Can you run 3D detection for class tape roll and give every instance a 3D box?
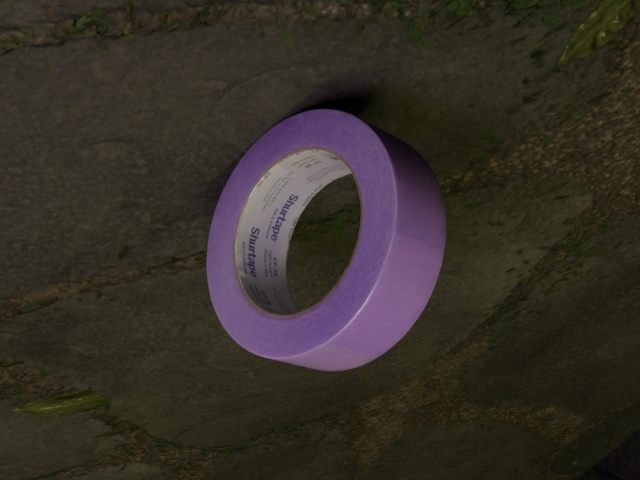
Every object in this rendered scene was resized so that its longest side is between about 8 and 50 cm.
[{"bbox_3d":[0.000,0.000,1.116,0.275,0.274,0.090,-38,144,27],"label":"tape roll"}]
